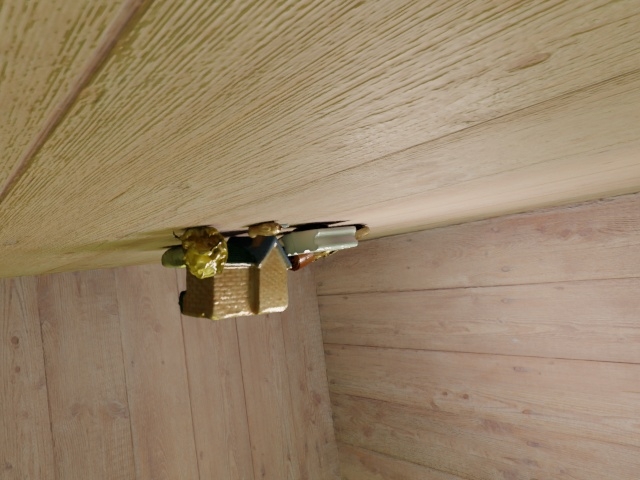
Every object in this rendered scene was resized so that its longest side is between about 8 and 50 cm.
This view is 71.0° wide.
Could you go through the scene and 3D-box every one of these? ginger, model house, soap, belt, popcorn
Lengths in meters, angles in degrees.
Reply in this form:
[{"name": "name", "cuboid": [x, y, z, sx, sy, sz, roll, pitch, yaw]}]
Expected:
[{"name": "ginger", "cuboid": [-0.213, -0.039, 1.626, 0.173, 0.051, 0.069, -4, 175, 43]}, {"name": "model house", "cuboid": [-0.367, 0.130, 1.851, 0.334, 0.343, 0.382, 0, 180, 39]}, {"name": "soap", "cuboid": [0.000, 0.000, 1.935, 0.289, 0.095, 0.173, -6, 176, -39]}, {"name": "belt", "cuboid": [-0.138, 0.053, 2.202, 0.105, 0.184, 0.261, -31, -162, -25]}, {"name": "popcorn", "cuboid": [-0.399, 0.038, 1.524, 0.173, 0.168, 0.195, 29, 169, 7]}]

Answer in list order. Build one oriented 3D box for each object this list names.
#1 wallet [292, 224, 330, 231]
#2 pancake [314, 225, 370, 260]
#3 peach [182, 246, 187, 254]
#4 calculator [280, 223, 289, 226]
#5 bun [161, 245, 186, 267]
[{"name": "wallet", "cuboid": [-0.037, -0.049, 2.028, 0.124, 0.025, 0.244, -10, 177, 14]}, {"name": "pancake", "cuboid": [0.094, 0.012, 2.318, 0.382, 0.071, 0.382, -26, -179, 1]}, {"name": "peach", "cuboid": [-0.529, 0.032, 1.853, 0.083, 0.083, 0.083, -7, 177, 0]}, {"name": "calculator", "cuboid": [-0.182, -0.047, 1.817, 0.057, 0.018, 0.172, -8, 176, -27]}, {"name": "bun", "cuboid": [-0.649, 0.075, 2.148, 0.221, 0.108, 0.221, 0, -179, 0]}]
